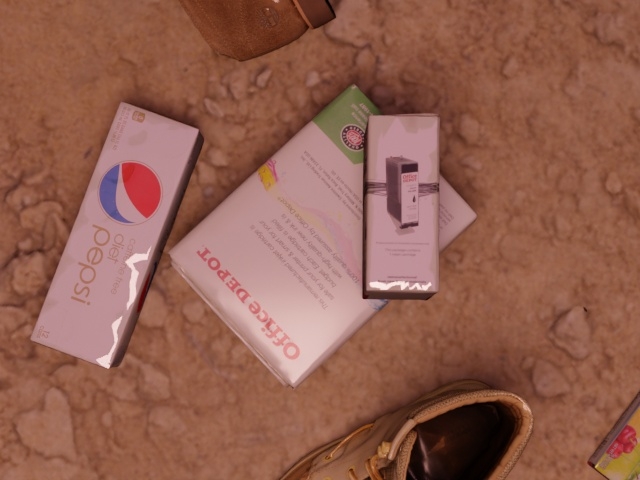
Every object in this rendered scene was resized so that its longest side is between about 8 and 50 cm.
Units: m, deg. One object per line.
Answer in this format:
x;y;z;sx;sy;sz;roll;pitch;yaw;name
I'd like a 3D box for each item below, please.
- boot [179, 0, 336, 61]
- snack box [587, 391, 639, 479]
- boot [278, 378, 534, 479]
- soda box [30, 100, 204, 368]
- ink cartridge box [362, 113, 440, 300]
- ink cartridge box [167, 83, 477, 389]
-0.111;-0.295;1.203;0.115;0.112;0.305;-29;89;8;boot
0.311;0.166;1.208;0.100;0.037;0.141;37;87;0;snack box
0.047;0.199;1.119;0.262;0.203;0.095;-31;87;-4;boot
-0.170;-0.004;1.198;0.074;0.069;0.216;20;86;0;soda box
0.061;-0.024;1.094;0.056;0.099;0.135;1;83;0;ink cartridge box
0.000;0.000;1.187;0.212;0.093;0.154;-43;88;-5;ink cartridge box
